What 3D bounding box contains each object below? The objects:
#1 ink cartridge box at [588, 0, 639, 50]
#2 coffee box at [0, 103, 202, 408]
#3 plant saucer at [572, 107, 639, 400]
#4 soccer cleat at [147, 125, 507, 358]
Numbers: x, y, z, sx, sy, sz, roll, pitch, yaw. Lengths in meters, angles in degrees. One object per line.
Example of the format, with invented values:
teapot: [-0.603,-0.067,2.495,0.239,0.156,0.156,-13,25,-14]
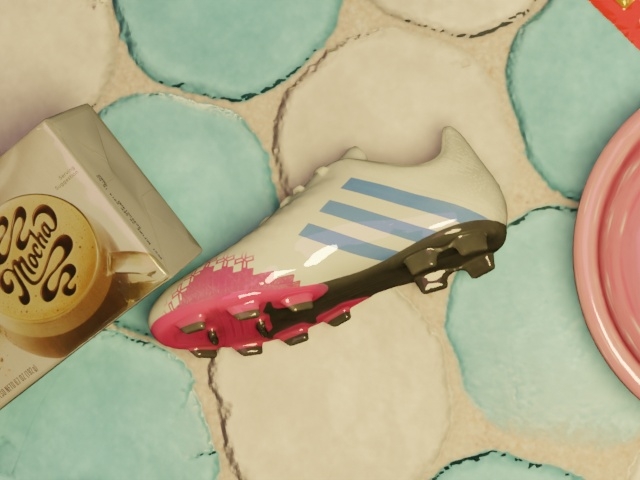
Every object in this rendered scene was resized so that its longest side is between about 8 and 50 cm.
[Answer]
ink cartridge box: [0.377,-0.243,1.435,0.225,0.056,0.181,-44,82,-2]
coffee box: [-0.275,0.041,1.389,0.297,0.119,0.168,-37,93,15]
plant saucer: [0.384,0.015,1.390,0.332,0.084,0.332,-1,83,5]
soccer cleat: [0.000,0.000,1.428,0.331,0.116,0.143,-17,65,2]
